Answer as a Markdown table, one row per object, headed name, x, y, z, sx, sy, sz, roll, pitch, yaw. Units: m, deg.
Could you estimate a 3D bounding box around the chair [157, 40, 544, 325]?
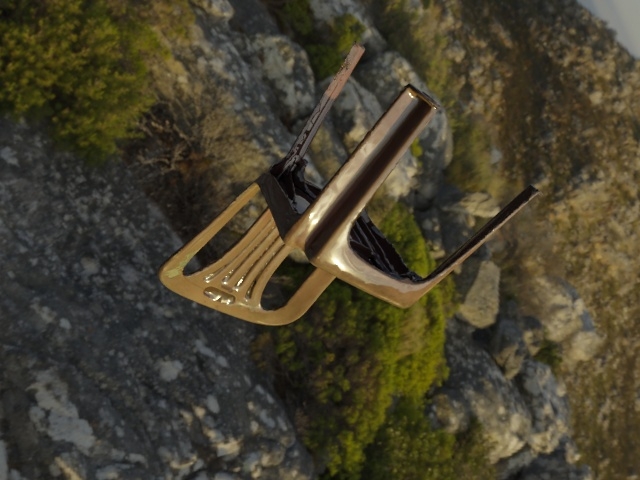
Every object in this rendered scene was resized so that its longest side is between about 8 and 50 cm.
| name | x | y | z | sx | sy | sz | roll | pitch | yaw |
| --- | --- | --- | --- | --- | --- | --- | --- | --- | --- |
| chair | 0.000 | 0.000 | 0.593 | 0.175 | 0.326 | 0.183 | 27 | 21 | -34 |
